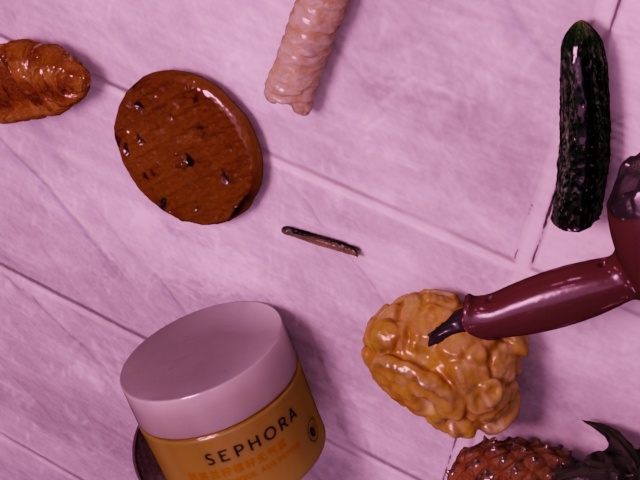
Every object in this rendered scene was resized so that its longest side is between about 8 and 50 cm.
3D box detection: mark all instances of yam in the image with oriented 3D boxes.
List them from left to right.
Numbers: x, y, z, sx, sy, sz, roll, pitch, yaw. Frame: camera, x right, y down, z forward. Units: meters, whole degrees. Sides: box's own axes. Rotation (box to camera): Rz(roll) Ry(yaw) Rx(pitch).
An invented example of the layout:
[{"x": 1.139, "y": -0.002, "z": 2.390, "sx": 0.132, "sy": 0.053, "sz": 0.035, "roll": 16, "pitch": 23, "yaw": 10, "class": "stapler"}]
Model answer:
[{"x": 0.000, "y": 0.000, "z": 1.351, "sx": 0.107, "sy": 0.014, "sz": 0.014, "roll": 17, "pitch": 128, "yaw": 24, "class": "yam"}]

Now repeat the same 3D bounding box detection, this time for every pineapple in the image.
[{"x": 0.305, "y": 0.270, "z": 1.231, "sx": 0.365, "sy": 0.165, "sz": 0.165, "roll": -23, "pitch": 106, "yaw": 45, "class": "pineapple"}]

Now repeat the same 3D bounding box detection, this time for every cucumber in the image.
[{"x": 0.252, "y": -0.109, "z": 1.086, "sx": 0.058, "sy": 0.052, "sz": 0.214, "roll": 36, "pitch": 139, "yaw": 48, "class": "cucumber"}]

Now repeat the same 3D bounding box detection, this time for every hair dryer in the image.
[{"x": 0.276, "y": 0.085, "z": 1.118, "sx": 0.341, "sy": 0.123, "sz": 0.312, "roll": -20, "pitch": 117, "yaw": 24, "class": "hair dryer"}]

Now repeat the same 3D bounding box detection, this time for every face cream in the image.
[{"x": -0.121, "y": 0.210, "z": 1.435, "sx": 0.218, "sy": 0.218, "sz": 0.179, "roll": -2, "pitch": 120, "yaw": 35, "class": "face cream"}]

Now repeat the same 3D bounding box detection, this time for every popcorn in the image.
[{"x": 0.145, "y": 0.140, "z": 1.270, "sx": 0.194, "sy": 0.140, "sz": 0.163, "roll": 45, "pitch": 139, "yaw": -3, "class": "popcorn"}]

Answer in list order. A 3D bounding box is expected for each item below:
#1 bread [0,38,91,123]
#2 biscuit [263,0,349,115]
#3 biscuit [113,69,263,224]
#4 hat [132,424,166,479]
[{"x": -0.376, "y": -0.203, "z": 1.418, "sx": 0.233, "sy": 0.076, "sz": 0.105, "roll": -9, "pitch": 127, "yaw": 30, "class": "bread"}, {"x": -0.006, "y": -0.222, "z": 1.174, "sx": 0.061, "sy": 0.055, "sz": 0.219, "roll": 27, "pitch": 132, "yaw": 2, "class": "biscuit"}, {"x": -0.159, "y": -0.112, "z": 1.364, "sx": 0.212, "sy": 0.036, "sz": 0.212, "roll": 16, "pitch": 127, "yaw": 22, "class": "biscuit"}, {"x": -0.171, "y": 0.298, "z": 1.632, "sx": 0.193, "sy": 0.082, "sz": 0.193, "roll": 0, "pitch": 94, "yaw": 1, "class": "hat"}]
